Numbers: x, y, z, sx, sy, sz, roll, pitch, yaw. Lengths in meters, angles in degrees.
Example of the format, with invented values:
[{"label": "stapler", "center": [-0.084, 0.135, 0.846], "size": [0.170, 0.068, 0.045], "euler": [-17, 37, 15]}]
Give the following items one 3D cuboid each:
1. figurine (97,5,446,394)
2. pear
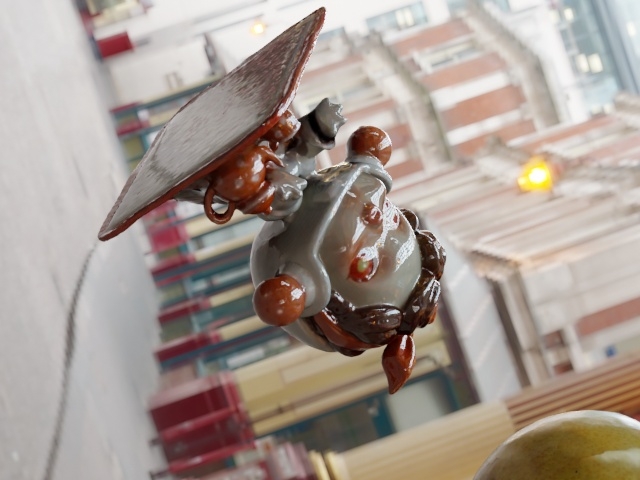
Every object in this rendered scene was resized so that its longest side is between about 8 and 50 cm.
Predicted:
[{"label": "figurine", "center": [0.000, 0.000, 0.875], "size": [0.226, 0.160, 0.183], "euler": [49, 28, -19]}, {"label": "pear", "center": [0.211, 0.247, 1.073], "size": [0.209, 0.208, 0.209], "euler": [161, -90, -84]}]
